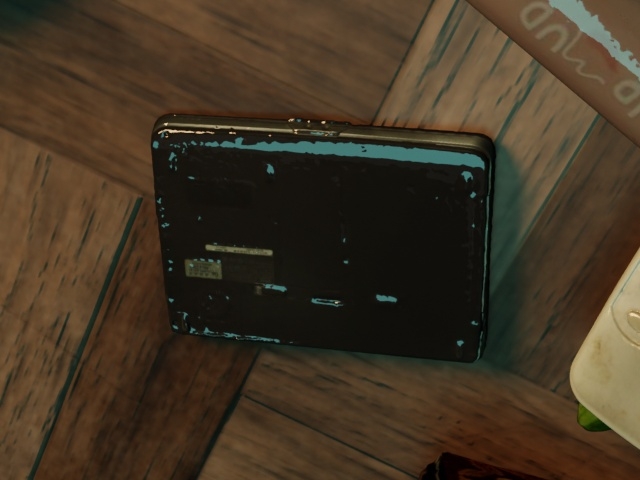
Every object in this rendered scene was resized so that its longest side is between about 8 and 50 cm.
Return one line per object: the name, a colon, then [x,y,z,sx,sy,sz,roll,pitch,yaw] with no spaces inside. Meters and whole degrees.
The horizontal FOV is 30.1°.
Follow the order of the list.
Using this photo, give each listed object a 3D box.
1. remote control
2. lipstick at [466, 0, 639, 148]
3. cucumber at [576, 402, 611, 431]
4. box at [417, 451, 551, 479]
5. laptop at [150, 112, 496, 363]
remote control: [0.223,0.009,0.633,0.090,0.049,0.230,39,111,25]
lipstick: [0.100,-0.144,0.596,0.254,0.070,0.070,38,120,-9]
cucumber: [0.254,0.050,0.678,0.250,0.056,0.056,-26,110,25]
box: [0.234,0.315,0.738,0.415,0.116,0.264,14,96,5]
laptop: [0.000,0.000,0.724,0.207,0.026,0.154,5,120,11]
